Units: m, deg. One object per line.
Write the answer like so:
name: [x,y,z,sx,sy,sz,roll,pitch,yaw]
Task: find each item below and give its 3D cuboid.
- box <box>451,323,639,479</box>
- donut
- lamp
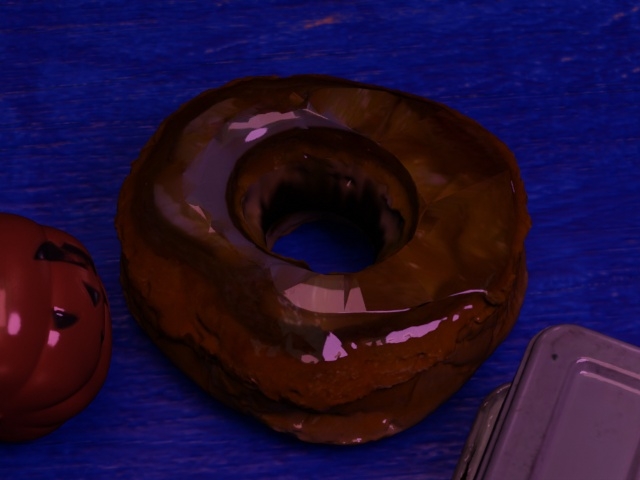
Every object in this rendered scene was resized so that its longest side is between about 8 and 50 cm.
box: [0.159,0.215,1.068,0.175,0.182,0.312,20,62,11]
donut: [0.000,0.000,1.208,0.330,0.160,0.330,-2,66,4]
lamp: [-0.246,0.075,1.146,0.187,0.188,0.164,-4,61,-3]
